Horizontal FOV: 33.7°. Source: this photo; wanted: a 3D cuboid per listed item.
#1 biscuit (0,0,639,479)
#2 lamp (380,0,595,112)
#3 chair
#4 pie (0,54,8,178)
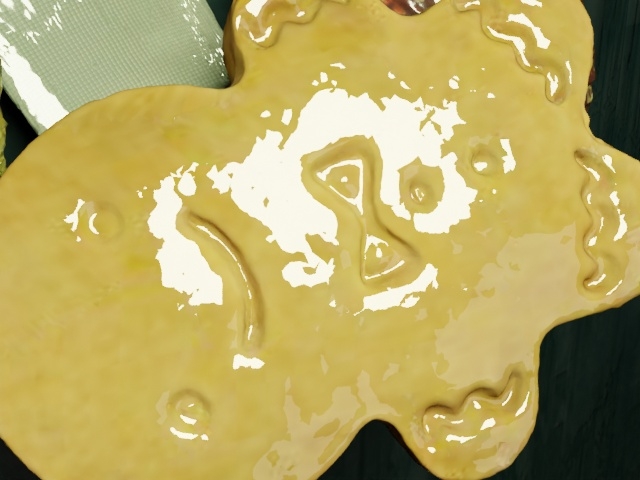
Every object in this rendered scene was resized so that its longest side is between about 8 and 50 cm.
[{"bbox_3d":[0.001,0.000,0.518,0.355,0.052,0.275,-21,88,-11],"label":"biscuit"},{"bbox_3d":[0.061,-0.133,0.679,0.247,0.247,0.247,-19,118,-42],"label":"lamp"},{"bbox_3d":[-0.083,-0.011,0.641,0.160,0.319,0.186,-35,172,-31],"label":"chair"},{"bbox_3d":[-0.278,-0.042,0.435,0.288,0.103,0.354,-5,108,-50],"label":"pie"}]
